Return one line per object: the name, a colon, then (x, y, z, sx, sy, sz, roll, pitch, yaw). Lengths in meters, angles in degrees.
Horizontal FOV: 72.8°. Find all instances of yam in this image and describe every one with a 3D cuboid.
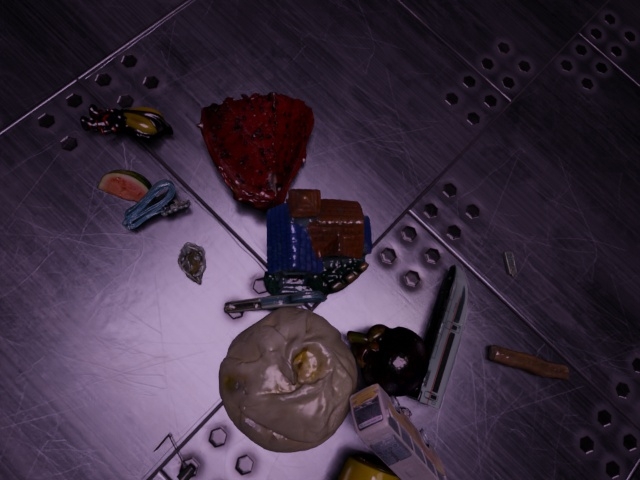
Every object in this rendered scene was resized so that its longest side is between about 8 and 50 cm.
yam: (0.611, 0.359, 1.275, 0.241, 0.057, 0.056, 16, 75, -2)

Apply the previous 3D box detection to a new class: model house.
model house: (0.000, 0.000, 1.136, 0.295, 0.329, 0.251, 2, 73, -5)

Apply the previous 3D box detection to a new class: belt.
belt: (-0.471, -0.089, 1.225, 0.179, 0.065, 0.100, -38, 117, 0)

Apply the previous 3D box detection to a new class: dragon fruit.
dragon fruit: (-0.180, -0.250, 1.298, 0.286, 0.228, 0.329, -2, 97, 24)

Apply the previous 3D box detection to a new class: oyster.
oyster: (-0.361, 0.061, 1.229, 0.098, 0.037, 0.100, 36, 53, -17)

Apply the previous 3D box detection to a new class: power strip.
power strip: (0.594, 0.073, 1.357, 0.027, 0.017, 0.083, -7, 76, -8)

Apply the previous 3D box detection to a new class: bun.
bun: (-0.077, 0.352, 1.097, 0.365, 0.219, 0.365, 1, 75, -4)

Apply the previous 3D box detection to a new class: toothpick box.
toothpick box: (0.096, 0.679, 1.066, 0.175, 0.175, 0.271, 22, 72, -2)

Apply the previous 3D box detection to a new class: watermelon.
watermelon: (-0.548, -0.171, 1.250, 0.163, 0.087, 0.069, 18, 38, -6)

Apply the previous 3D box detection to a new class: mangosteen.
mangosteen: (0.176, 0.303, 1.161, 0.230, 0.194, 0.194, 42, 75, 9)

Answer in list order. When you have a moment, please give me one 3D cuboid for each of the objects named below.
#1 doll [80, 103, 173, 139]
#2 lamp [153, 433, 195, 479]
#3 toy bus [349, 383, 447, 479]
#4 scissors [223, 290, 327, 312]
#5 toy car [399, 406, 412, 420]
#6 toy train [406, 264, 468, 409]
doll: (-0.558, -0.345, 1.266, 0.249, 0.088, 0.127, 10, 76, -1)
lamp: (-0.366, 0.557, 1.104, 0.121, 0.041, 0.054, 45, 67, 1)
toy bus: (0.196, 0.505, 1.077, 0.097, 0.138, 0.342, -31, 116, 14)
scissors: (-0.128, 0.170, 1.198, 0.289, 0.138, 0.041, -8, 77, 5)
toy car: (0.206, 0.484, 1.201, 0.093, 0.025, 0.041, 0, 78, -4)
toy train: (0.357, 0.267, 1.242, 0.088, 0.086, 0.406, 24, 75, -6)
